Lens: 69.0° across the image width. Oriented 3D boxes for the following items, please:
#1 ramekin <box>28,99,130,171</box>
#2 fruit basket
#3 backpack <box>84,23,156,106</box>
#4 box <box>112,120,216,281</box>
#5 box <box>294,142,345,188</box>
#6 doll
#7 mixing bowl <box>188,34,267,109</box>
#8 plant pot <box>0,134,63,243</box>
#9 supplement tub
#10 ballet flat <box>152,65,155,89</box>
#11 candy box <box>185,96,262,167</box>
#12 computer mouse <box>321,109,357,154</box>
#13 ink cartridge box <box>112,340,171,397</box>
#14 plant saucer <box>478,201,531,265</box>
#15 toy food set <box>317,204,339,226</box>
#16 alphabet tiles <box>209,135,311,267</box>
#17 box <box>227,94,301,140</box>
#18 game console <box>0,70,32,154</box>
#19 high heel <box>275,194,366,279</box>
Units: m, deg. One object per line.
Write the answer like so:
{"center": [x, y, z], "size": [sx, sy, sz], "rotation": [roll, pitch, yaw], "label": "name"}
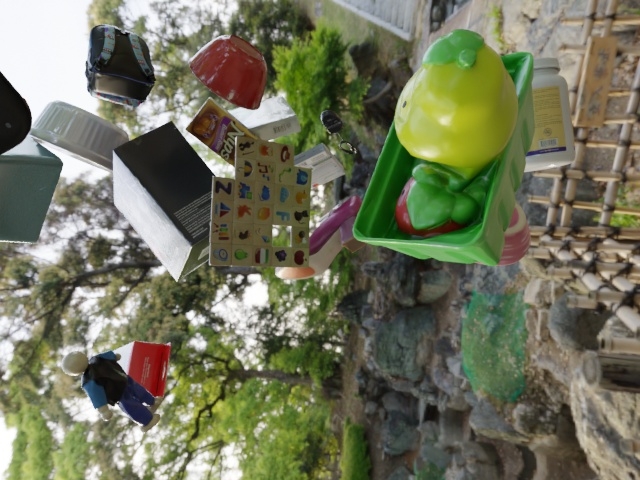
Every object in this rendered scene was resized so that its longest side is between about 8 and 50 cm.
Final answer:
{"center": [-0.689, -0.300, 1.357], "size": [0.273, 0.273, 0.127], "rotation": [54, -122, -82], "label": "ramekin"}
{"center": [0.199, -0.164, 0.758], "size": [0.392, 0.283, 0.392], "rotation": [-5, -83, -45], "label": "fruit basket"}
{"center": [-0.506, -0.444, 1.165], "size": [0.117, 0.158, 0.173], "rotation": [-40, 58, 45], "label": "backpack"}
{"center": [-0.410, -0.093, 1.304], "size": [0.179, 0.312, 0.343], "rotation": [-38, -2, -30], "label": "box"}
{"center": [-0.012, -0.259, 1.649], "size": [0.186, 0.145, 0.038], "rotation": [36, -145, -58], "label": "box"}
{"center": [-0.336, 0.239, 0.754], "size": [0.189, 0.046, 0.129], "rotation": [55, -171, -32], "label": "doll"}
{"center": [-0.187, -0.388, 1.036], "size": [0.098, 0.181, 0.181], "rotation": [-49, 12, 27], "label": "mixing bowl"}
{"center": [-0.840, -0.147, 1.120], "size": [0.247, 0.248, 0.252], "rotation": [-63, -20, 15], "label": "plant pot"}
{"center": [0.690, -0.400, 1.533], "size": [0.241, 0.241, 0.331], "rotation": [-17, -80, -84], "label": "supplement tub"}
{"center": [-0.649, -0.586, 1.724], "size": [0.079, 0.077, 0.221], "rotation": [-41, 13, -26], "label": "ballet flat"}
{"center": [-0.266, -0.295, 1.300], "size": [0.109, 0.187, 0.053], "rotation": [-47, 24, 14], "label": "candy box"}
{"center": [0.076, -0.423, 1.819], "size": [0.242, 0.071, 0.041], "rotation": [48, -147, -45], "label": "computer mouse"}
{"center": [-0.446, 0.322, 1.124], "size": [0.231, 0.078, 0.134], "rotation": [-27, 54, 45], "label": "ink cartridge box"}
{"center": [0.433, -0.073, 1.295], "size": [0.332, 0.332, 0.084], "rotation": [-78, 4, -48], "label": "plant saucer"}
{"center": [0.038, -0.076, 1.833], "size": [0.038, 0.132, 0.192], "rotation": [48, -169, -30], "label": "toy food set"}
{"center": [-0.106, -0.069, 0.867], "size": [0.009, 0.198, 0.237], "rotation": [-5, 83, 60], "label": "alphabet tiles"}
{"center": [-0.203, -0.380, 1.487], "size": [0.322, 0.232, 0.058], "rotation": [-116, 9, -61], "label": "box"}
{"center": [-0.669, -0.226, 0.655], "size": [0.342, 0.060, 0.386], "rotation": [-39, -38, -16], "label": "game console"}
{"center": [0.000, 0.000, 1.547], "size": [0.127, 0.377, 0.181], "rotation": [41, -144, -41], "label": "high heel"}
